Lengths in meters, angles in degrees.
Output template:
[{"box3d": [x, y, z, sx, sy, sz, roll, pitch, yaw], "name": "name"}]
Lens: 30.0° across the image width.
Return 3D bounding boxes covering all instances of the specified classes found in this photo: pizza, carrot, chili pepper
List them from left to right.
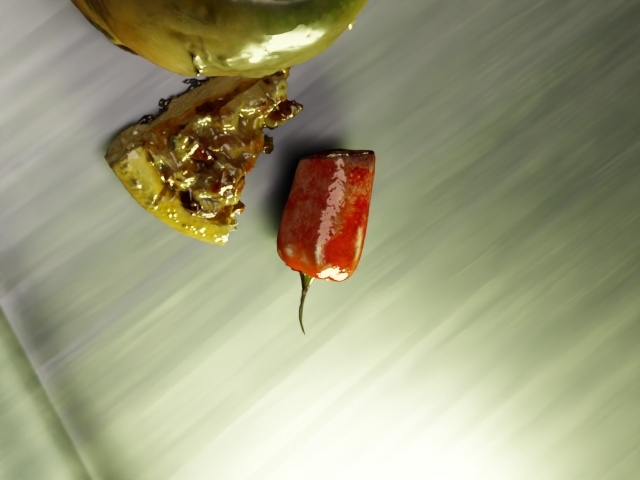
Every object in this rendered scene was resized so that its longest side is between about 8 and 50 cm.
[{"box3d": [-0.087, -0.237, 0.905, 0.224, 0.340, 0.224, -5, 105, -21], "name": "carrot"}, {"box3d": [-0.087, -0.093, 1.100, 0.154, 0.069, 0.194, 39, 90, -28], "name": "pizza"}, {"box3d": [0.000, 0.000, 1.163, 0.086, 0.084, 0.192, 10, 98, -10], "name": "chili pepper"}]
